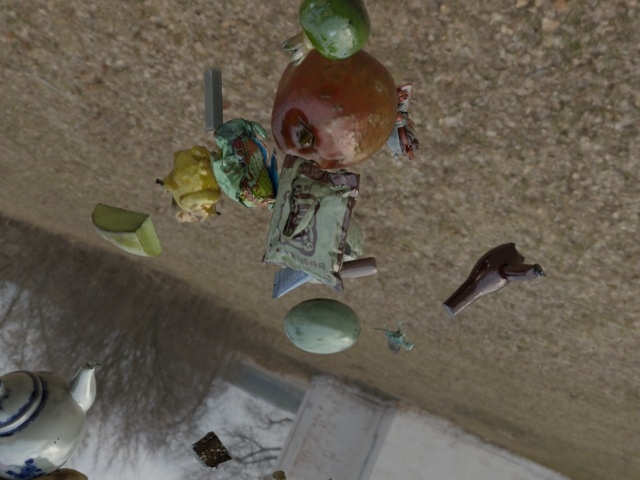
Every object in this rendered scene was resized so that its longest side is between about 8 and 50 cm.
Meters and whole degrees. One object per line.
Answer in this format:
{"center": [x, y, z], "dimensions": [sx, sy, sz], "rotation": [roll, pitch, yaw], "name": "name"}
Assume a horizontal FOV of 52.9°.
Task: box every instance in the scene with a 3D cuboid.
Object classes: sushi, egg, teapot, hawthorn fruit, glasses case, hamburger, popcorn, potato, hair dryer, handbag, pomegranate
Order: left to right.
{"center": [-0.689, 0.406, 1.482], "dimensions": [0.252, 0.424, 0.280], "rotation": [52, 165, 47], "name": "teapot"}
{"center": [-0.440, -0.005, 1.429], "dimensions": [0.149, 0.081, 0.120], "rotation": [13, 136, 21], "name": "potato"}
{"center": [-0.491, -0.203, 2.457], "dimensions": [0.281, 0.316, 0.297], "rotation": [8, -151, -21], "name": "popcorn"}
{"center": [-0.314, 0.602, 1.824], "dimensions": [0.098, 0.084, 0.094], "rotation": [57, 153, 3], "name": "sushi"}
{"center": [-0.362, -0.478, 2.191], "dimensions": [0.047, 0.205, 0.071], "rotation": [-3, -176, -32], "name": "glasses case"}
{"center": [-0.230, -0.205, 1.831], "dimensions": [0.150, 0.276, 0.260], "rotation": [-19, 179, 29], "name": "hamburger"}
{"center": [-0.016, -0.035, 1.251], "dimensions": [0.213, 0.235, 0.127], "rotation": [21, -168, 42], "name": "handbag"}
{"center": [0.005, 0.259, 1.950], "dimensions": [0.236, 0.169, 0.169], "rotation": [3, 165, -1], "name": "egg"}
{"center": [0.008, -0.510, 1.543], "dimensions": [0.187, 0.225, 0.187], "rotation": [55, -174, -9], "name": "pomegranate"}
{"center": [0.029, -0.388, 1.951], "dimensions": [0.403, 0.403, 0.403], "rotation": [23, 165, 6], "name": "hawthorn fruit"}
{"center": [0.556, 0.126, 1.970], "dimensions": [0.123, 0.312, 0.340], "rotation": [52, 167, -9], "name": "hair dryer"}

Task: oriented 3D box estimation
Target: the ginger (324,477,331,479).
{"center": [-0.008, 0.669, 1.534], "dimensions": [0.115, 0.193, 0.123], "rotation": [35, 170, -39], "name": "ginger"}

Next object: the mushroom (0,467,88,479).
{"center": [-0.712, 0.661, 1.524], "dimensions": [0.314, 0.224, 0.397], "rotation": [9, 170, -5], "name": "mushroom"}

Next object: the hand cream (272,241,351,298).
{"center": [-0.031, 0.070, 1.684], "dimensions": [0.058, 0.091, 0.271], "rotation": [31, 135, -34], "name": "hand cream"}

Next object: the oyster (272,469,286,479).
{"center": [-0.116, 0.750, 1.998], "dimensions": [0.083, 0.038, 0.080], "rotation": [48, 158, 20], "name": "oyster"}

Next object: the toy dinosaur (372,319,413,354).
{"center": [0.240, 0.326, 2.129], "dimensions": [0.044, 0.106, 0.187], "rotation": [-2, 164, -42], "name": "toy dinosaur"}

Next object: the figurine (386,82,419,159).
{"center": [0.272, -0.382, 2.207], "dimensions": [0.160, 0.226, 0.183], "rotation": [-16, 159, -5], "name": "figurine"}

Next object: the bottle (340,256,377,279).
{"center": [0.094, 0.083, 1.879], "dimensions": [0.140, 0.053, 0.053], "rotation": [-11, 161, 2], "name": "bottle"}

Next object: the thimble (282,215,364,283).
{"center": [0.000, 0.000, 2.171], "dimensions": [0.291, 0.291, 0.195], "rotation": [12, 162, 40], "name": "thimble"}
